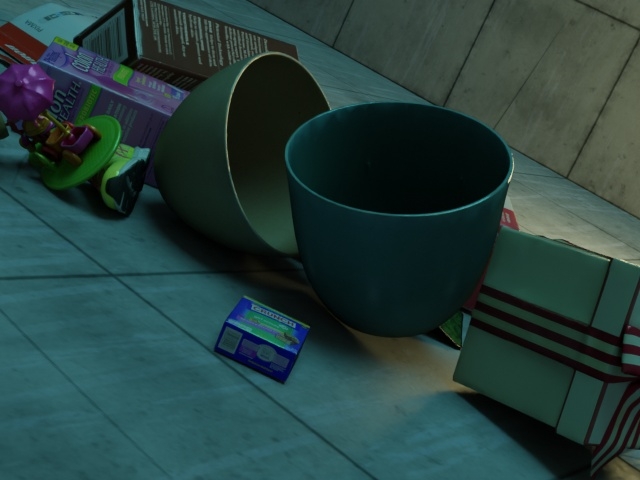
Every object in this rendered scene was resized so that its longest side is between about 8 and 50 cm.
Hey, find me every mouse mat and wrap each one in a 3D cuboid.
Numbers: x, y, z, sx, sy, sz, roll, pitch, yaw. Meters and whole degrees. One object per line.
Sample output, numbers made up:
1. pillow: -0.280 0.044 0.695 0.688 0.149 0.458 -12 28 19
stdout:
1. mouse mat: 0.161 0.083 1.801 0.152 0.007 0.189 45 14 -5

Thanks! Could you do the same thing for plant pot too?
1. plant pot: 0.100 -0.015 1.598 0.293 0.235 0.293 0 34 0
2. plant pot: -0.123 -0.111 1.695 0.191 0.284 0.284 -5 -3 33

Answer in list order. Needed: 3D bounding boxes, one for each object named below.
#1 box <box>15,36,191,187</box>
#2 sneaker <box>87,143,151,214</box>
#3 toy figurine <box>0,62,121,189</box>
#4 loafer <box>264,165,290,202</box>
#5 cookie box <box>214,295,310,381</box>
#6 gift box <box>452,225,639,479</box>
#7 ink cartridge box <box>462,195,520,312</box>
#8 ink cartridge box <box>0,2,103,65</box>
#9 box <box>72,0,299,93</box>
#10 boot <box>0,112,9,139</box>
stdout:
1. box: -0.334 -0.204 1.874 0.243 0.117 0.213 21 16 -11
2. sneaker: -0.294 -0.092 1.666 0.094 0.081 0.208 16 10 -6
3. toy figurine: -0.374 -0.168 1.584 0.173 0.130 0.159 13 -29 43
4. loafer: 0.000 0.000 1.815 0.267 0.084 0.096 43 -7 13
5. cookie box: -0.066 0.112 1.388 0.092 0.040 0.107 25 15 1
6. gift box: 0.359 0.150 1.545 0.255 0.276 0.258 6 9 -43
7. ink cartridge box: 0.122 -0.059 2.014 0.385 0.160 0.279 25 16 -1
8. ink cartridge box: -0.464 -0.366 2.263 0.308 0.091 0.385 34 16 29
9. box: -0.230 -0.301 2.146 0.381 0.191 0.143 13 62 -43
10. boot: -0.485 -0.145 1.509 0.236 0.089 0.269 31 15 19
